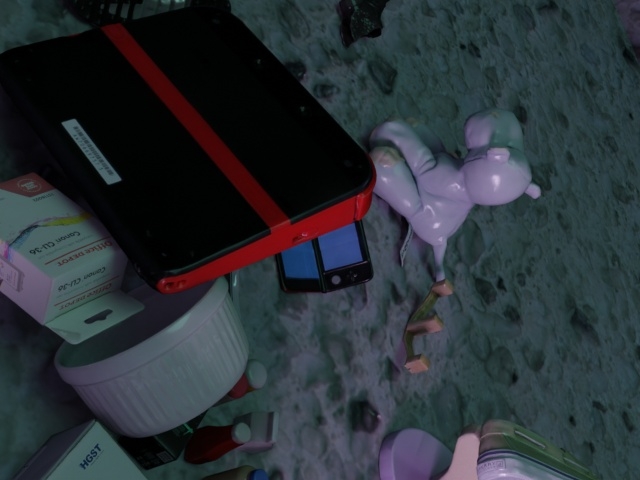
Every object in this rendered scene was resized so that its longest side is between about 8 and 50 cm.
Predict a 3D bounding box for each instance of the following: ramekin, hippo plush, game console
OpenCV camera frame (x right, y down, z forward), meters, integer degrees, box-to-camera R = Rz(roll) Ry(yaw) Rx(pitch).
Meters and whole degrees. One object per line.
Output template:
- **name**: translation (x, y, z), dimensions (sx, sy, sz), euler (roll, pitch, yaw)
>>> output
- **ramekin**: translation (-0.177, 0.125, 1.042), dimensions (0.207, 0.207, 0.109), euler (-48, 116, -49)
- **hippo plush**: translation (0.225, -0.121, 1.593), dimensions (0.234, 0.236, 0.294), euler (31, 49, -35)
- **game console**: translation (-0.152, -0.129, 1.124), dimensions (0.342, 0.060, 0.386), euler (-25, 62, -33)
- **game console**: translation (0.000, 0.000, 1.401), dimensions (0.085, 0.124, 0.144), euler (35, 41, -69)

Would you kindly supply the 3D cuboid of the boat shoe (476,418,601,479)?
- **boat shoe**: translation (0.337, 0.337, 1.329), dimensions (0.302, 0.109, 0.094), euler (32, 48, -32)

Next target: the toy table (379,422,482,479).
- **toy table**: translation (0.226, 0.387, 1.387), dimensions (0.274, 0.161, 0.252), euler (49, 41, -20)

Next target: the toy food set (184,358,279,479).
- **toy food set**: translation (-0.089, 0.242, 1.150), dimensions (0.111, 0.104, 0.232), euler (30, 50, -36)

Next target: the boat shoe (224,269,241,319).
- **boat shoe**: translation (-0.131, 0.085, 1.239), dimensions (0.040, 0.049, 0.142), euler (10, 60, -24)

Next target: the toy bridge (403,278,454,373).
- **toy bridge**: translation (0.168, 0.139, 1.529), dimensions (0.026, 0.063, 0.188), euler (46, 43, -22)

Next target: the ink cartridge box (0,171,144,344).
- **ink cartridge box**: translation (-0.285, 0.015, 1.000), dimensions (0.198, 0.067, 0.115), euler (34, 34, 19)

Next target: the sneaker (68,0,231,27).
- **sneaker**: translation (-0.247, -0.345, 1.314), dimensions (0.234, 0.078, 0.106), euler (-6, 48, -34)

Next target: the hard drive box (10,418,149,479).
- **hard drive box**: translation (-0.230, 0.332, 0.955), dimensions (0.232, 0.089, 0.181), euler (54, 40, -13)

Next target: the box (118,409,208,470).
- **box**: translation (-0.181, 0.214, 1.094), dimensions (0.052, 0.062, 0.083), euler (49, 41, -17)

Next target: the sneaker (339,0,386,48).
- **sneaker**: translation (0.089, -0.414, 1.750), dimensions (0.170, 0.051, 0.089), euler (-26, 90, -47)
